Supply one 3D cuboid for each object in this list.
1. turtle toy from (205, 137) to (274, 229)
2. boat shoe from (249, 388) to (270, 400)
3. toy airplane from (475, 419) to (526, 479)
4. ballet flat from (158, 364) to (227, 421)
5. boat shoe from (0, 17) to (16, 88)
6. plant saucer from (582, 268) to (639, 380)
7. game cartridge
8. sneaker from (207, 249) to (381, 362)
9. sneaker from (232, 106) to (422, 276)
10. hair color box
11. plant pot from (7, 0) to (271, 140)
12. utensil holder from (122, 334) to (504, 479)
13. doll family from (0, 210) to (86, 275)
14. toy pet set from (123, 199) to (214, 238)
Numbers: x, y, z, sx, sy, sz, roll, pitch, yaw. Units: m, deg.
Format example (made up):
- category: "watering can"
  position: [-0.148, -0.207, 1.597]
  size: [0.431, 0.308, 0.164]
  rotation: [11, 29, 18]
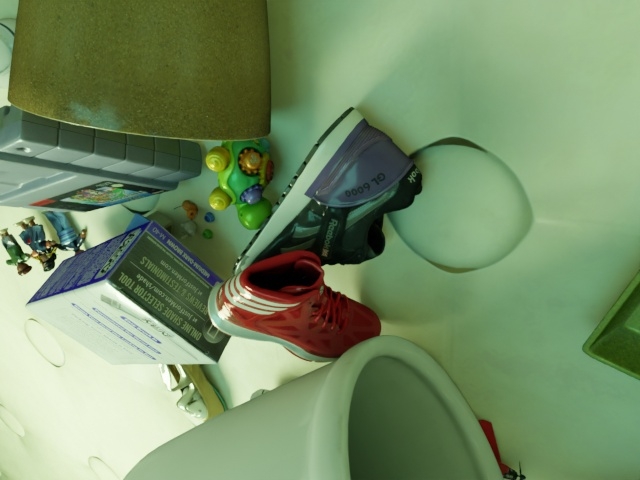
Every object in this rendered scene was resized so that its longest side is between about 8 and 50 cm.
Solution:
- category: "turtle toy"
  position: [-0.088, -0.071, 0.574]
  size: [0.066, 0.095, 0.130]
  rotation: [6, 123, 5]
- category: "boat shoe"
  position: [-0.028, 0.327, 0.789]
  size: [0.075, 0.083, 0.226]
  rotation: [-28, 102, 13]
- category: "toy airplane"
  position: [0.193, 0.296, 0.648]
  size: [0.151, 0.028, 0.151]
  rotation: [15, 122, 25]
- category: "ballet flat"
  position: [-0.242, 0.262, 0.875]
  size: [0.080, 0.073, 0.233]
  rotation: [-5, 115, 35]
- category: "boat shoe"
  position: [-0.527, -0.271, 0.724]
  size: [0.267, 0.088, 0.096]
  rotation: [10, 122, 28]
- category: "plant saucer"
  position: [0.352, 0.061, 0.393]
  size: [0.188, 0.045, 0.189]
  rotation: [26, 129, 17]
- category: "game cartridge"
  position: [-0.355, -0.089, 0.642]
  size: [0.354, 0.230, 0.068]
  rotation: [-7, 79, 36]
- category: "sneaker"
  position: [0.000, 0.078, 0.533]
  size: [0.221, 0.087, 0.128]
  rotation: [11, 153, -28]
- category: "sneaker"
  position: [0.000, 0.000, 0.547]
  size: [0.124, 0.107, 0.283]
  rotation: [39, 131, -1]
- category: "hair color box"
  position: [-0.288, 0.097, 0.733]
  size: [0.338, 0.110, 0.185]
  rotation: [-13, 130, 44]
- category: "plant pot"
  position: [-0.148, -0.241, 0.432]
  size: [0.237, 0.237, 0.255]
  rotation: [18, 112, 23]
- category: "utensil holder"
  position: [-0.020, 0.334, 0.557]
  size: [0.385, 0.327, 0.328]
  rotation: [-33, 97, 28]
- category: "doll family"
  position: [-0.509, 0.009, 0.894]
  size: [0.192, 0.076, 0.112]
  rotation: [-15, 104, 34]
- category: "toy pet set"
  position: [-0.225, -0.001, 0.711]
  size: [0.114, 0.065, 0.122]
  rotation: [28, 128, 16]
